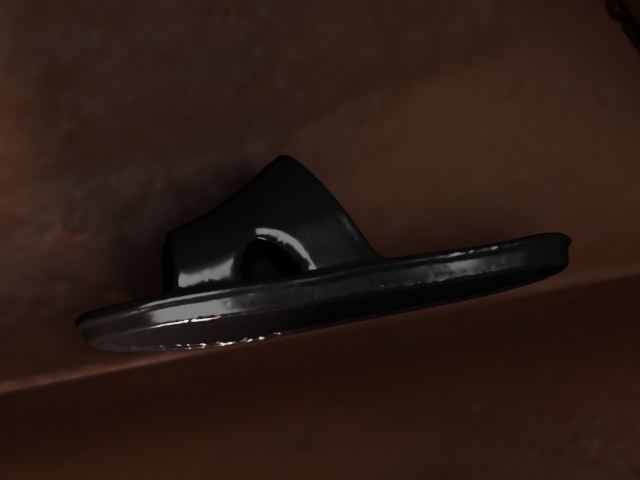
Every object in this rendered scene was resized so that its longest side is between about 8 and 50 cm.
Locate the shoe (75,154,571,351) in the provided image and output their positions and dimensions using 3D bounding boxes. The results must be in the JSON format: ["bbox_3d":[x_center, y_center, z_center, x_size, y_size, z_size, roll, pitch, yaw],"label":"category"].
[{"bbox_3d":[0.000,0.000,0.558,0.159,0.062,0.053,-6,82,-14],"label":"shoe"}]

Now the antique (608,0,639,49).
[{"bbox_3d":[0.132,-0.115,0.569,0.087,0.093,0.310,-40,102,-10],"label":"antique"}]
